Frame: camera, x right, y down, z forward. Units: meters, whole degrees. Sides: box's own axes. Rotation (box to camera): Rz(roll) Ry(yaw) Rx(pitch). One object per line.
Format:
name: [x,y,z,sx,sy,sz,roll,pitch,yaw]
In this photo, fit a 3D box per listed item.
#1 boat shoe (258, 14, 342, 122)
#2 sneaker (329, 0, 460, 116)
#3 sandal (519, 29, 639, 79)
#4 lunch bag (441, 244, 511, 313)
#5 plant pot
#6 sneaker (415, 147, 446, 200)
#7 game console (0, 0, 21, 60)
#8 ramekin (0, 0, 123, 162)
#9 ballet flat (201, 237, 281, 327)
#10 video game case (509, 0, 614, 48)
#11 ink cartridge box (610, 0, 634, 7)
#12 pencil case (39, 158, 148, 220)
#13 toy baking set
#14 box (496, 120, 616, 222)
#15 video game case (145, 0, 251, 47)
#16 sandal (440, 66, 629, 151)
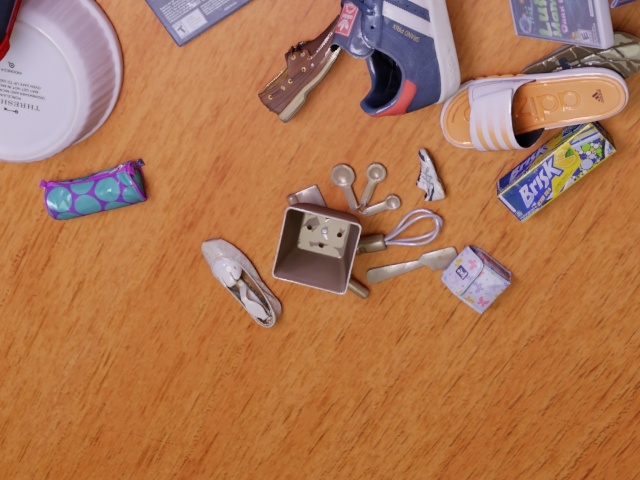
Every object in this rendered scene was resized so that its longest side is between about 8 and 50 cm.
boat shoe: [-0.022,-0.242,1.673,0.060,0.064,0.178,34,118,-12]
sneaker: [0.071,-0.317,1.561,0.148,0.131,0.350,-26,114,-17]
sandal: [0.351,-0.240,1.639,0.180,0.049,0.072,-17,113,31]
lunch bag: [0.228,0.056,1.798,0.083,0.053,0.071,39,113,-5]
plant pot: [0.000,0.000,1.746,0.109,0.096,0.109,14,110,3]
sneaker: [0.151,-0.092,1.744,0.037,0.032,0.083,-17,113,15]
game console: [-0.520,-0.407,1.533,0.342,0.060,0.386,13,75,0]
ramekin: [-0.420,-0.233,1.694,0.273,0.127,0.272,3,117,6]
ballet flat: [-0.119,0.065,1.847,0.057,0.052,0.168,-37,106,22]
video game case: [0.291,-0.341,1.537,0.022,0.173,0.190,-27,117,-23]
ink cartridge box: [0.416,-0.438,1.448,0.065,0.186,0.311,28,119,20]
pencil case: [-0.332,-0.074,1.798,0.152,0.064,0.070,-13,130,13]
toy baking set: [0.069,-0.005,1.800,0.256,0.030,0.197,40,115,-13]
box: [0.327,-0.103,1.703,0.169,0.054,0.059,-40,106,22]
video game case: [-0.192,-0.421,1.628,0.196,0.026,0.274,-29,109,20]
sandal: [0.276,-0.173,1.636,0.265,0.076,0.102,-10,118,29]
